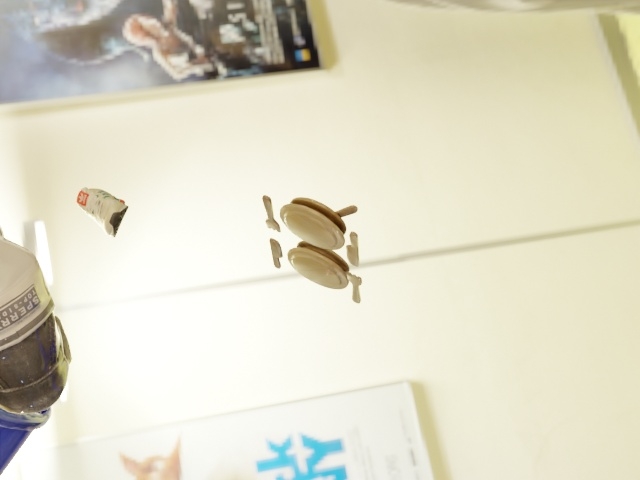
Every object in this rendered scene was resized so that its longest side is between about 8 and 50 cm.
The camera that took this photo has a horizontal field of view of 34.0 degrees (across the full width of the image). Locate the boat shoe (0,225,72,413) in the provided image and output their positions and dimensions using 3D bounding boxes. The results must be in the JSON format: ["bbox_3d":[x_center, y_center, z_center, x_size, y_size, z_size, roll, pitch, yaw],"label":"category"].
[{"bbox_3d":[-0.255,0.039,0.760,0.301,0.108,0.102,22,137,53],"label":"boat shoe"}]

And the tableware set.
[{"bbox_3d":[0.000,0.000,1.277,0.039,0.128,0.194,-60,-16,-24],"label":"tableware set"}]

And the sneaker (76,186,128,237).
[{"bbox_3d":[-0.347,-0.049,1.638,0.057,0.075,0.161,-66,15,4],"label":"sneaker"}]

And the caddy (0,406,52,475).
[{"bbox_3d":[-0.421,0.118,1.039,0.341,0.179,0.241,33,180,32],"label":"caddy"}]
